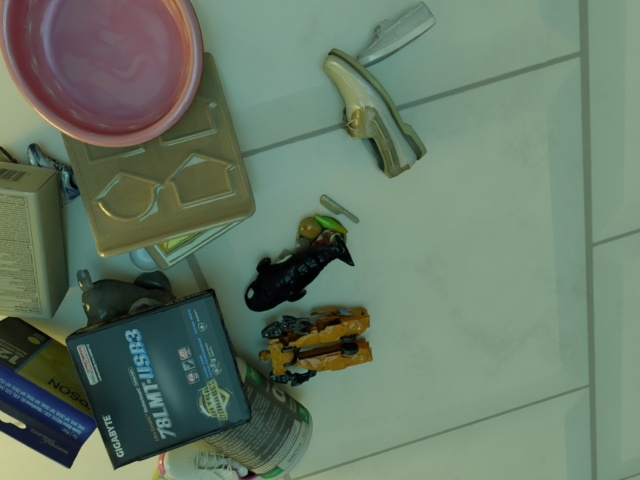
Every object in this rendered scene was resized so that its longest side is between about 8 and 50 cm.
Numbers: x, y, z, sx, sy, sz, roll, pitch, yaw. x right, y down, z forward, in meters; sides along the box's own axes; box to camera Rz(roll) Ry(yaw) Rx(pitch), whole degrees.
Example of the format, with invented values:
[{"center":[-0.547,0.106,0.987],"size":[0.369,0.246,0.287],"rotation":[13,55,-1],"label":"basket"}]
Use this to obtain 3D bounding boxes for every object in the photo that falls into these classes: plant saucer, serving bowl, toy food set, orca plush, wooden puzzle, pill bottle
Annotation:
[{"center":[-0.366,-0.334,0.755],"size":[0.333,0.084,0.331],"rotation":[-1,108,-2],"label":"plant saucer"},{"center":[-0.395,0.030,0.997],"size":[0.084,0.027,0.083],"rotation":[-1,101,-6],"label":"serving bowl"},{"center":[0.000,0.000,1.040],"size":[0.132,0.038,0.192],"rotation":[31,104,-18],"label":"toy food set"},{"center":[-0.055,0.106,1.022],"size":[0.287,0.102,0.151],"rotation":[-19,123,4],"label":"orca plush"},{"center":[-0.325,-0.170,0.872],"size":[0.322,0.080,0.347],"rotation":[-16,89,-2],"label":"wooden puzzle"},{"center":[-0.316,-0.077,0.940],"size":[0.239,0.044,0.220],"rotation":[-32,103,4],"label":"wooden puzzle"},{"center":[-0.208,0.423,1.090],"size":[0.204,0.204,0.361],"rotation":[-42,112,9],"label":"pill bottle"}]

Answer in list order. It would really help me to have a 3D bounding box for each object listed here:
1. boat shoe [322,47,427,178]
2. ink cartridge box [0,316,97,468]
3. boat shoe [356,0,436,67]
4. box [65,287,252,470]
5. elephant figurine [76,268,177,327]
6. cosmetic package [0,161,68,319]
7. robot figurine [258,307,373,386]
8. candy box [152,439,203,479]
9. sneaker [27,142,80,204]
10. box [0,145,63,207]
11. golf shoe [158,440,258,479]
[{"center":[0.100,-0.256,0.913],"size":[0.103,0.113,0.302],"rotation":[-44,112,4],"label":"boat shoe"},{"center":[-0.594,0.295,0.914],"size":[0.304,0.307,0.072],"rotation":[41,82,-15],"label":"ink cartridge box"},{"center":[0.145,-0.419,0.883],"size":[0.184,0.066,0.063],"rotation":[-31,99,7],"label":"boat shoe"},{"center":[-0.325,0.283,0.906],"size":[0.294,0.073,0.295],"rotation":[-16,97,-11],"label":"box"},{"center":[-0.401,0.153,1.001],"size":[0.240,0.186,0.169],"rotation":[-9,70,-16],"label":"elephant figurine"},{"center":[-0.624,0.005,0.882],"size":[0.160,0.113,0.309],"rotation":[9,121,-13],"label":"cosmetic package"},{"center":[-0.014,0.268,1.121],"size":[0.291,0.085,0.211],"rotation":[-8,112,-6],"label":"robot figurine"},{"center":[-0.394,0.624,1.238],"size":[0.105,0.027,0.205],"rotation":[22,106,-21],"label":"candy box"},{"center":[-0.546,-0.145,0.902],"size":[0.058,0.052,0.135],"rotation":[-26,122,-5],"label":"sneaker"},{"center":[-0.683,-0.076,0.910],"size":[0.201,0.021,0.164],"rotation":[-32,120,4],"label":"box"},{"center":[-0.276,0.585,1.150],"size":[0.140,0.115,0.306],"rotation":[-26,140,29],"label":"golf shoe"}]
